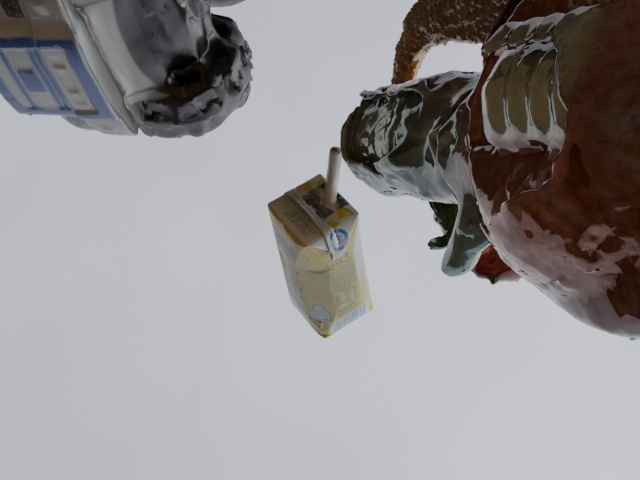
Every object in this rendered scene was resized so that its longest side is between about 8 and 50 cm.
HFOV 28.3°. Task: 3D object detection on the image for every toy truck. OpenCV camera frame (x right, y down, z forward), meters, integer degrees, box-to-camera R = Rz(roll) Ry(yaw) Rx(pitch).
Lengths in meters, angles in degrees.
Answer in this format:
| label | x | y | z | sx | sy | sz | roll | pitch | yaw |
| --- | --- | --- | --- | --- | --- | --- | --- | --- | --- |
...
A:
| label | x | y | z | sx | sy | sz | roll | pitch | yaw |
| --- | --- | --- | --- | --- | --- | --- | --- | --- | --- |
| toy truck | -0.127 | -0.161 | 0.660 | 0.177 | 0.161 | 0.213 | 1 | -124 | 15 |

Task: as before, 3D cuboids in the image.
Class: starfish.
| label | x | y | z | sx | sy | sz | roll | pitch | yaw |
| --- | --- | --- | --- | --- | --- | --- | --- | --- | --- |
| starfish | 0.185 | -0.193 | 1.120 | 0.302 | 0.060 | 0.299 | 6 | -72 | 33 |

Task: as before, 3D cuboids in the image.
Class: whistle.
| label | x | y | z | sx | sy | sz | roll | pitch | yaw |
| --- | --- | --- | --- | --- | --- | --- | --- | --- | --- |
| whistle | 0.094 | -0.045 | 0.504 | 0.346 | 0.134 | 0.142 | -171 | -102 | -69 |

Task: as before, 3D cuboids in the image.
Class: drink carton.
| label | x | y | z | sx | sy | sz | roll | pitch | yaw |
| --- | --- | --- | --- | --- | --- | --- | --- | --- | --- |
| drink carton | 0.000 | 0.000 | 1.151 | 0.075 | 0.200 | 0.084 | -30 | -128 | -14 |

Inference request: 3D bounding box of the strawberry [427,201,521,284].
| label | x | y | z | sx | sy | sz | roll | pitch | yaw |
| --- | --- | --- | --- | --- | --- | --- | --- | --- | --- |
| strawberry | 0.185 | -0.038 | 1.177 | 0.192 | 0.140 | 0.085 | -38 | -157 | 0 |
